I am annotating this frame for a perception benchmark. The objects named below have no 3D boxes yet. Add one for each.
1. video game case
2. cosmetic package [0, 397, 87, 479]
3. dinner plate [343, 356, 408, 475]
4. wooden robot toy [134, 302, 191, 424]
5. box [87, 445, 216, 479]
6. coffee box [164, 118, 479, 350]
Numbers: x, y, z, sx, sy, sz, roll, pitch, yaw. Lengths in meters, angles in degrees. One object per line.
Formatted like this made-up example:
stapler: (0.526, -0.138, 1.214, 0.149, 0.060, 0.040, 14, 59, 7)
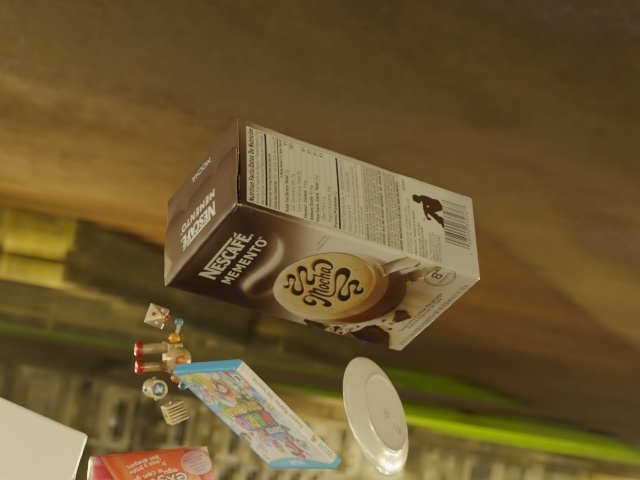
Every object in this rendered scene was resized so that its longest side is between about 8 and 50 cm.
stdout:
video game case: (-0.068, 0.186, 1.882, 0.166, 0.015, 0.119, 47, 149, -24)
cosmetic package: (-0.335, 0.188, 1.600, 0.231, 0.117, 0.085, 32, 157, -36)
dinner plate: (0.069, 0.199, 2.035, 0.017, 0.141, 0.141, -19, 161, 26)
wooden robot toy: (-0.214, 0.175, 2.492, 0.076, 0.173, 0.079, -5, -177, -24)
box: (-0.201, 0.399, 2.087, 0.142, 0.154, 0.300, -4, 133, -17)
coffee box: (0.000, 0.000, 1.916, 0.297, 0.119, 0.168, 17, 140, -25)
